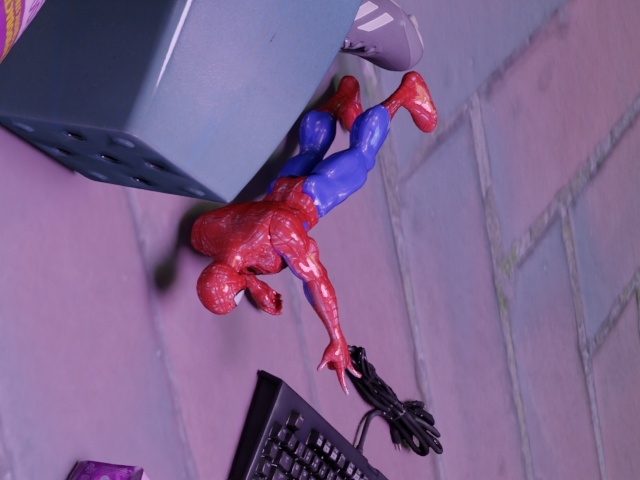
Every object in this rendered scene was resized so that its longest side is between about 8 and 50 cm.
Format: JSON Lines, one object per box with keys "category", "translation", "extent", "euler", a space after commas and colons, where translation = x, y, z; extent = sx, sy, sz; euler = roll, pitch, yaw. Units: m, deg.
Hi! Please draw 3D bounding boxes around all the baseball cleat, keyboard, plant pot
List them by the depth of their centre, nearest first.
{"category": "plant pot", "translation": [-0.081, -0.151, 0.938], "extent": [0.165, 0.165, 0.234], "euler": [37, 68, -56]}
{"category": "baseball cleat", "translation": [-0.010, -0.146, 1.151], "extent": [0.206, 0.072, 0.109], "euler": [34, 68, -40]}
{"category": "keyboard", "translation": [0.030, 0.182, 1.278], "extent": [0.317, 0.033, 0.202], "euler": [49, 50, -52]}

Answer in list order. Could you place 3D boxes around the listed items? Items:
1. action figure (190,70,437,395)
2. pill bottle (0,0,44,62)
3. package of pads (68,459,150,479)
{"category": "action figure", "translation": [0.000, 0.000, 1.148], "extent": [0.280, 0.091, 0.139], "euler": [-45, 125, -52]}
{"category": "pill bottle", "translation": [-0.230, -0.062, 0.656], "extent": [0.302, 0.169, 0.169], "euler": [-64, 143, -36]}
{"category": "package of pads", "translation": [-0.112, 0.167, 1.001], "extent": [0.032, 0.050, 0.083], "euler": [-62, 142, -38]}
